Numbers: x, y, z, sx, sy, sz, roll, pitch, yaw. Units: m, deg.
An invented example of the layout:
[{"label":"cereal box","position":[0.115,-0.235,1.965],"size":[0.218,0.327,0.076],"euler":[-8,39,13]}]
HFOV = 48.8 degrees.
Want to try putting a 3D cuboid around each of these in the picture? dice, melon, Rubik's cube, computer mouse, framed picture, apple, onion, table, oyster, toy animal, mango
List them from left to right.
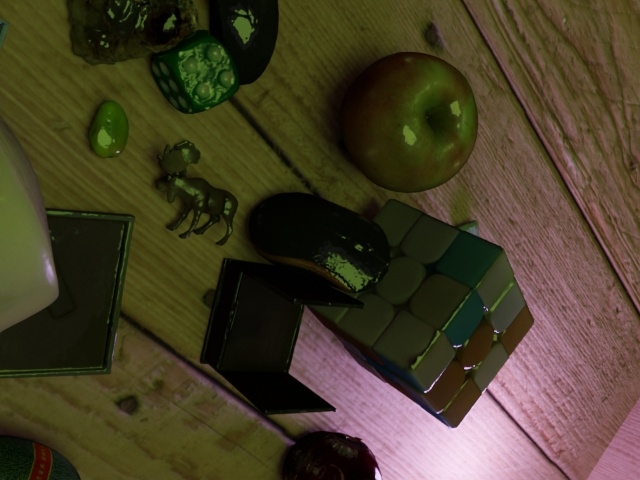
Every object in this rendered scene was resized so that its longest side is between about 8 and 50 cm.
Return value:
[{"label":"melon","position":[-0.583,0.458,1.316],"size":[0.287,0.182,0.182],"euler":[32,85,-35]},{"label":"framed picture","position":[-0.503,0.105,1.363],"size":[0.247,0.022,0.335],"euler":[4,102,-35]},{"label":"mango","position":[-0.396,-0.208,1.323],"size":[0.073,0.056,0.108],"euler":[0,101,-40]},{"label":"oyster","position":[-0.331,-0.395,1.271],"size":[0.232,0.107,0.162],"euler":[-6,116,-16]},{"label":"toy animal","position":[-0.258,-0.099,1.440],"size":[0.214,0.093,0.186],"euler":[14,100,-44]},{"label":"dice","position":[-0.240,-0.320,1.350],"size":[0.120,0.131,0.128],"euler":[-37,121,-21]},{"label":"computer mouse","position":[-0.149,-0.445,1.405],"size":[0.137,0.086,0.270],"euler":[-11,109,-32]},{"label":"table","position":[-0.089,0.201,1.515],"size":[0.196,0.282,0.251],"euler":[10,98,-37]},{"label":"computer mouse","position":[0.000,-0.002,1.527],"size":[0.323,0.116,0.183],"euler":[20,63,3]},{"label":"onion","position":[0.027,0.596,1.761],"size":[0.207,0.206,0.216],"euler":[28,87,-37]},{"label":"apple","position":[0.190,-0.264,1.582],"size":[0.319,0.277,0.320],"euler":[-3,95,-34]},{"label":"Rubik's cube","position":[0.241,0.170,1.663],"size":[0.347,0.346,0.344],"euler":[-48,138,-12]}]

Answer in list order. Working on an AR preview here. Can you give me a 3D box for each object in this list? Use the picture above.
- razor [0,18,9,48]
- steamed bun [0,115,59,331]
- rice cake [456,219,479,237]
[{"label":"razor","position":[-0.652,-0.351,1.114],"size":[0.277,0.056,0.111],"euler":[19,94,-30]},{"label":"steamed bun","position":[-0.611,-0.030,1.069],"size":[0.371,0.290,0.456],"euler":[-28,119,-21]},{"label":"rice cake","position":[0.411,0.056,1.968],"size":[0.080,0.042,0.222],"euler":[-22,114,-33]}]
